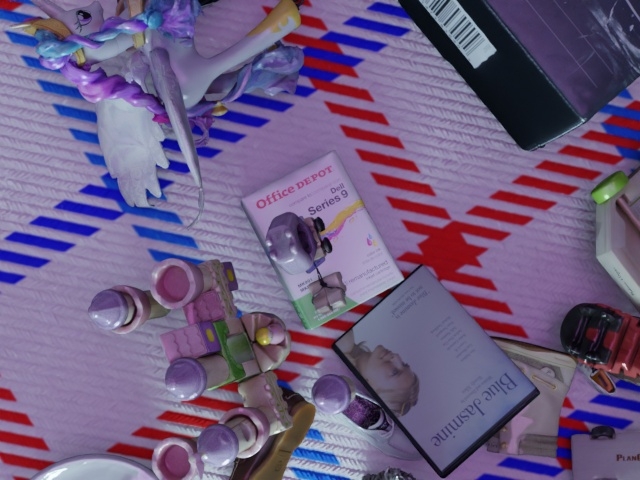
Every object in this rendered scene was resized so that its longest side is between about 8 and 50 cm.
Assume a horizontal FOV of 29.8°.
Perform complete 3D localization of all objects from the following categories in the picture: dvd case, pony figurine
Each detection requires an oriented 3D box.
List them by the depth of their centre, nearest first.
[{"bbox_3d":[-0.197,-0.222,1.604,0.363,0.303,0.351,-30,108,-27],"label":"pony figurine"},{"bbox_3d":[0.157,0.180,1.683,0.180,0.022,0.253,-42,66,1],"label":"dvd case"}]

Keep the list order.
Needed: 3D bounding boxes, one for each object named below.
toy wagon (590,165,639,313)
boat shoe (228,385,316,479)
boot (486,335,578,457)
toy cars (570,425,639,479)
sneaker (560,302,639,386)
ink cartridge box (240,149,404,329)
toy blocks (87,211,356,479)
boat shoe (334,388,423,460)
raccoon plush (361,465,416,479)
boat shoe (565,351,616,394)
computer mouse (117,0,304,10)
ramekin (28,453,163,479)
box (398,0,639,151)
[{"bbox_3d":[0.551,-0.032,1.746,0.344,0.068,0.267,-38,91,-26],"label":"toy wagon"},{"bbox_3d":[-0.085,0.306,1.704,0.073,0.073,0.207,26,80,34],"label":"boat shoe"},{"bbox_3d":[0.254,0.223,1.731,0.213,0.077,0.165,12,89,-5],"label":"boot"},{"bbox_3d":[0.540,0.260,1.745,0.393,0.087,0.176,-40,56,-4],"label":"toy cars"},{"bbox_3d":[0.478,0.170,1.686,0.276,0.135,0.098,24,94,31],"label":"sneaker"},{"bbox_3d":[0.000,0.000,1.709,0.154,0.093,0.212,-27,88,-5],"label":"ink cartridge box"},{"bbox_3d":[-0.130,0.145,1.545,0.309,0.260,0.289,-23,83,18],"label":"toy blocks"},{"bbox_3d":[0.081,0.257,1.718,0.184,0.063,0.066,38,85,-2],"label":"boat shoe"},{"bbox_3d":[0.244,0.424,1.707,0.446,0.216,0.299,-13,73,-34],"label":"raccoon plush"},{"bbox_3d":[0.399,0.187,1.763,0.035,0.035,0.100,-37,91,-6],"label":"boat shoe"},{"bbox_3d":[-0.151,-0.357,1.735,0.262,0.060,0.184,-33,107,-3],"label":"computer mouse"},{"bbox_3d":[-0.303,0.421,1.644,0.272,0.127,0.273,0,88,-5],"label":"ramekin"},{"bbox_3d":[0.343,-0.464,1.664,0.472,0.297,0.480,-40,91,-8],"label":"box"}]
